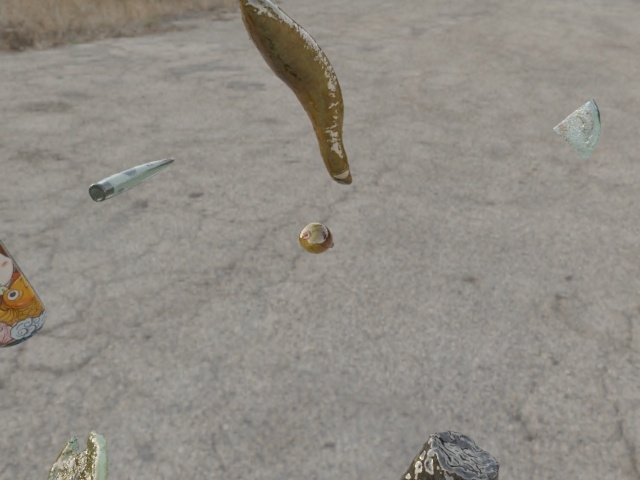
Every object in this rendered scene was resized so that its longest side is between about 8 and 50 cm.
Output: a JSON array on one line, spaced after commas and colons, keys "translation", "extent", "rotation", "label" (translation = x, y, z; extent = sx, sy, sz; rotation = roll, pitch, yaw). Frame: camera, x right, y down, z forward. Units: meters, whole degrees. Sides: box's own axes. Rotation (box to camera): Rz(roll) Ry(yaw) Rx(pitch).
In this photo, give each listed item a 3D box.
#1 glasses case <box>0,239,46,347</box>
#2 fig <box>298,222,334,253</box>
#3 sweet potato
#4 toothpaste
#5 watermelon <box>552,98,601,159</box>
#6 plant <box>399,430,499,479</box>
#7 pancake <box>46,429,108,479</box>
[{"translation": [-0.602, 0.067, 1.359], "extent": [0.122, 0.321, 0.082], "rotation": [-29, 42, -14], "label": "glasses case"}, {"translation": [0.000, 0.000, 1.178], "extent": [0.050, 0.050, 0.083], "rotation": [16, -4, 29], "label": "fig"}, {"translation": [-0.026, -0.236, 1.136], "extent": [0.079, 0.346, 0.108], "rotation": [-5, 42, 35], "label": "sweet potato"}, {"translation": [-0.366, -0.123, 1.489], "extent": [0.062, 0.039, 0.239], "rotation": [-16, 12, 25], "label": "toothpaste"}, {"translation": [0.350, -0.160, 1.045], "extent": [0.061, 0.085, 0.085], "rotation": [-9, 24, 6], "label": "watermelon"}, {"translation": [0.267, 0.570, 1.673], "extent": [0.188, 0.276, 0.199], "rotation": [28, 19, 33], "label": "plant"}, {"translation": [-0.544, 0.541, 1.678], "extent": [0.037, 0.253, 0.253], "rotation": [32, 6, -35], "label": "pancake"}]
